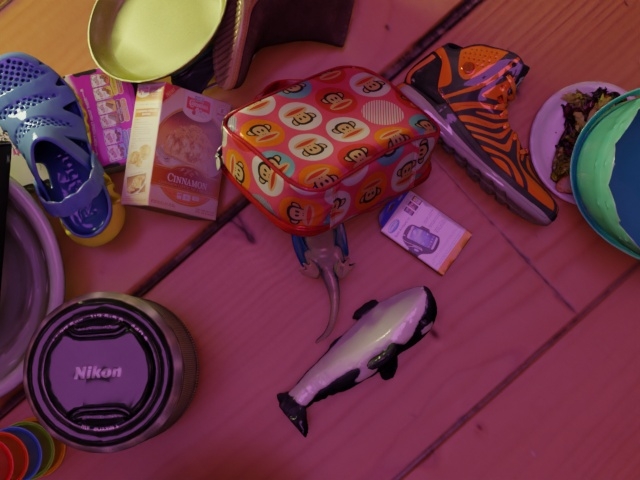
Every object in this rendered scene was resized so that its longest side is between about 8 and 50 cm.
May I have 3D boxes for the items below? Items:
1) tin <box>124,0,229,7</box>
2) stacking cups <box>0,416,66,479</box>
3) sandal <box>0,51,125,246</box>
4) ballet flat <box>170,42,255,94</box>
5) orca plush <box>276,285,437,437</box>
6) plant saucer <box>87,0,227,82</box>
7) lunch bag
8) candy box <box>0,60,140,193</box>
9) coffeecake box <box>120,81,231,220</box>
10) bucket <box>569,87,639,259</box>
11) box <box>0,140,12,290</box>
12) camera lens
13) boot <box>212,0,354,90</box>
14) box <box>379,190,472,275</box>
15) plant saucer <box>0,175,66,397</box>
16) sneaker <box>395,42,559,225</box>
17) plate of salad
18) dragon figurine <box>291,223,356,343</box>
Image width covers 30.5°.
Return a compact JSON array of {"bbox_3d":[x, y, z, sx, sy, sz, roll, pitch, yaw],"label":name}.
[{"bbox_3d":[-0.221,-0.386,1.840,0.189,0.040,0.106,19,90,20],"label":"tin"},{"bbox_3d":[-0.448,0.302,1.666,0.096,0.316,0.096,0,83,3],"label":"stacking cups"},{"bbox_3d":[-0.393,-0.142,1.724,0.126,0.138,0.317,-32,85,1],"label":"sandal"},{"bbox_3d":[-0.146,-0.296,1.842,0.203,0.074,0.074,-43,85,-9],"label":"ballet flat"},{"bbox_3d":[0.077,0.194,1.773,0.287,0.151,0.102,-47,117,-6],"label":"orca plush"},{"bbox_3d":[-0.241,-0.338,1.778,0.241,0.037,0.241,-10,65,21],"label":"plant saucer"},{"bbox_3d":[0.000,-0.150,1.720,0.293,0.120,0.258,-26,54,-32],"label":"lunch bag"},{"bbox_3d":[-0.386,-0.173,1.829,0.233,0.071,0.159,-13,86,-1],"label":"candy box"},{"bbox_3d":[-0.218,-0.133,1.782,0.068,0.142,0.185,3,83,41],"label":"coffeecake box"},{"bbox_3d":[0.513,-0.096,1.720,0.281,0.183,0.281,-1,93,-10],"label":"bucket"},{"bbox_3d":[-0.606,-0.008,1.636,0.294,0.183,0.296,6,96,-1],"label":"box"},{"bbox_3d":[-0.293,0.187,1.692,0.219,0.274,0.219,0,85,1],"label":"camera lens"},{"bbox_3d":[-0.048,-0.327,1.792,0.207,0.090,0.248,15,83,-30],"label":"boot"},{"bbox_3d":[0.158,-0.016,1.825,0.136,0.028,0.081,36,87,7],"label":"box"},{"bbox_3d":[-0.578,0.059,1.781,0.400,0.100,0.400,0,96,1],"label":"plant saucer"},{"bbox_3d":[0.279,-0.180,1.787,0.180,0.124,0.321,-45,85,-2],"label":"sneaker"},{"bbox_3d":[0.426,-0.151,1.820,0.200,0.048,0.200,0,85,2],"label":"plate of salad"},{"bbox_3d":[0.000,0.000,1.797,0.085,0.144,0.289,-12,104,-1],"label":"dragon figurine"}]
